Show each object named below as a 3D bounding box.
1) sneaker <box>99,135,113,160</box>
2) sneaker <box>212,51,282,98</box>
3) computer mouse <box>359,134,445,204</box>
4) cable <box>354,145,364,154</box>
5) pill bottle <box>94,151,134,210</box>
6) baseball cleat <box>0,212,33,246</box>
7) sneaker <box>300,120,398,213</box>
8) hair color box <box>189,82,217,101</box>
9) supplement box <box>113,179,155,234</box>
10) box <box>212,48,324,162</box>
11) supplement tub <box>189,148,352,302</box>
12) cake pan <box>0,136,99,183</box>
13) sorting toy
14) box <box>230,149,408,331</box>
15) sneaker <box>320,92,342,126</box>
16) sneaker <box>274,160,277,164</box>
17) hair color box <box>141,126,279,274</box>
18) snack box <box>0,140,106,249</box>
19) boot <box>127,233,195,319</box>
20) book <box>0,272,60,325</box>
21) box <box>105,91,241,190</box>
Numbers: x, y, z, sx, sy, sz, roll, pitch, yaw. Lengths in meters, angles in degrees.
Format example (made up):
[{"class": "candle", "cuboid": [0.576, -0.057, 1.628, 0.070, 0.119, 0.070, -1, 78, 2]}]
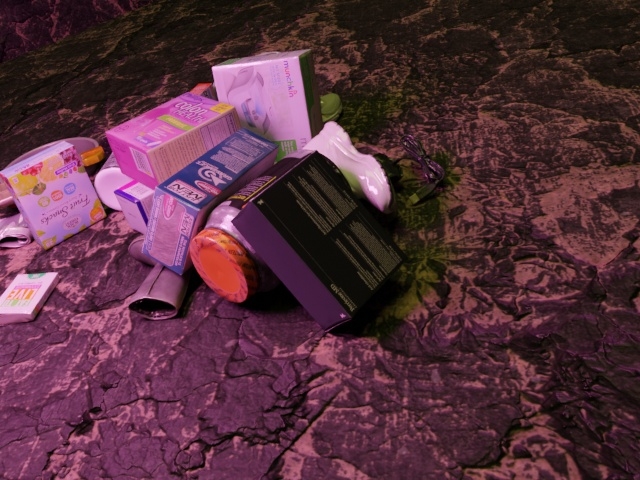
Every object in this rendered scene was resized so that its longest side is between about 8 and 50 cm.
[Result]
[{"class": "sneaker", "cuboid": [-0.495, -0.302, 2.028, 0.283, 0.107, 0.124, -1, 30, 26]}, {"class": "sneaker", "cuboid": [-0.200, -0.513, 2.220, 0.268, 0.101, 0.153, -31, 28, -17]}, {"class": "computer mouse", "cuboid": [0.147, -0.123, 1.572, 0.262, 0.060, 0.184, -27, 52, -13]}, {"class": "cable", "cuboid": [-0.018, -0.147, 1.678, 0.287, 0.072, 0.139, -28, 32, -2]}, {"class": "pill bottle", "cuboid": [-0.490, -0.193, 1.844, 0.130, 0.130, 0.246, -7, 34, 11]}, {"class": "baseball cleat", "cuboid": [-0.736, -0.042, 1.789, 0.206, 0.072, 0.109, -36, 55, -26]}, {"class": "sneaker", "cuboid": [0.059, -0.135, 1.505, 0.129, 0.111, 0.297, -37, 47, -7]}, {"class": "hair color box", "cuboid": [-0.377, -0.403, 2.145, 0.053, 0.093, 0.167, 4, 38, 26]}, {"class": "supplement box", "cuboid": [-0.362, -0.114, 1.695, 0.220, 0.114, 0.111, -36, 38, -28]}, {"class": "box", "cuboid": [-0.121, -0.331, 1.774, 0.231, 0.262, 0.127, -1, 23, 18]}, {"class": "supplement tub", "cuboid": [-0.094, -0.029, 1.391, 0.193, 0.194, 0.316, 16, 44, 38]}, {"class": "cake pan", "cuboid": [-0.780, -0.210, 2.050, 0.293, 0.054, 0.293, -10, 34, 7]}, {"class": "sorting toy", "cuboid": [-0.710, -0.164, 1.860, 0.307, 0.041, 0.229, -25, 25, -16]}, {"class": "box", "cuboid": [0.000, 0.000, 1.251, 0.184, 0.261, 0.103, -42, 2, -38]}, {"class": "sneaker", "cuboid": [-0.043, -0.359, 1.926, 0.099, 0.121, 0.262, 22, 47, 41]}, {"class": "sneaker", "cuboid": [-0.130, -0.173, 1.717, 0.040, 0.044, 0.109, -23, 1, 20]}, {"class": "hair color box", "cuboid": [-0.226, -0.095, 1.494, 0.105, 0.174, 0.347, 28, 36, 9]}, {"class": "snack box", "cuboid": [-0.644, -0.110, 1.708, 0.174, 0.207, 0.070, -35, 38, -27]}, {"class": "boot", "cuboid": [-0.346, 0.076, 1.454, 0.189, 0.076, 0.208, -2, 41, 17]}, {"class": "book", "cuboid": [-0.639, 0.124, 1.526, 0.096, 0.035, 0.144, -5, 33, 8]}, {"class": "box", "cuboid": [-0.338, -0.234, 1.656, 0.243, 0.117, 0.213, -33, 37, -27]}]
